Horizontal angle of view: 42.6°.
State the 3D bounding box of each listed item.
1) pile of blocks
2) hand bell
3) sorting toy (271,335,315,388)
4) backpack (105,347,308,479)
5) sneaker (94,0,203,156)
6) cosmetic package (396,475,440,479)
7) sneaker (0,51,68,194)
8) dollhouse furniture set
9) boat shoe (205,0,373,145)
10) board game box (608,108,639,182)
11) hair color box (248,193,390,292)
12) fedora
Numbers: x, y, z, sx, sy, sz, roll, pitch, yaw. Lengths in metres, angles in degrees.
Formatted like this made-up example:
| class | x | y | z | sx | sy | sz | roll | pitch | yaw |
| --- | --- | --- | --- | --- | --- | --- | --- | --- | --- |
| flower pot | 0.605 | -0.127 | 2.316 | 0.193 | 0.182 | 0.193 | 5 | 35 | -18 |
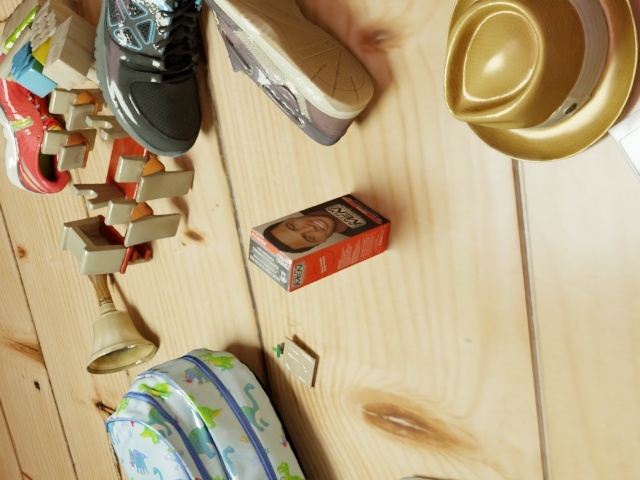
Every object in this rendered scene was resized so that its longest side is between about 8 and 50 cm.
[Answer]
| class | x | y | z | sx | sy | sz | roll | pitch | yaw |
| --- | --- | --- | --- | --- | --- | --- | --- | --- | --- |
| pile of blocks | -0.373 | -0.261 | 1.186 | 0.149 | 0.112 | 0.362 | -52 | 37 | 7 |
| hand bell | -0.389 | 0.106 | 1.483 | 0.126 | 0.126 | 0.242 | -51 | 54 | 50 |
| sorting toy | -0.037 | 0.157 | 1.115 | 0.083 | 0.012 | 0.062 | 35 | 137 | 32 |
| backpack | -0.147 | 0.332 | 1.177 | 0.290 | 0.273 | 0.356 | -14 | 84 | 60 |
| sneaker | -0.207 | -0.268 | 1.023 | 0.139 | 0.125 | 0.341 | 6 | 116 | 41 |
| cosmetic package | 0.148 | 0.455 | 0.768 | 0.393 | 0.329 | 0.328 | -13 | 96 | 52 |
| sneaker | -0.503 | -0.213 | 1.468 | 0.118 | 0.107 | 0.279 | 13 | 122 | 27 |
| dollhouse furniture set | -0.311 | -0.080 | 1.278 | 0.262 | 0.135 | 0.259 | 41 | 125 | 31 |
| boat shoe | -0.061 | -0.215 | 0.886 | 0.285 | 0.102 | 0.092 | 47 | 134 | 17 |
| board game box | 0.345 | -0.064 | 0.489 | 0.193 | 0.053 | 0.305 | 62 | 143 | 9 |
| hair color box | 0.000 | 0.000 | 0.881 | 0.072 | 0.141 | 0.043 | 36 | 133 | 35 |
| fedora | 0.155 | -0.146 | 0.664 | 0.194 | 0.079 | 0.195 | 28 | 128 | 42 |
